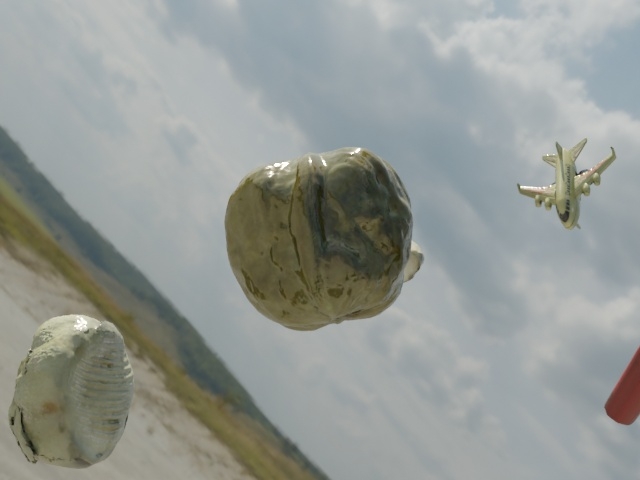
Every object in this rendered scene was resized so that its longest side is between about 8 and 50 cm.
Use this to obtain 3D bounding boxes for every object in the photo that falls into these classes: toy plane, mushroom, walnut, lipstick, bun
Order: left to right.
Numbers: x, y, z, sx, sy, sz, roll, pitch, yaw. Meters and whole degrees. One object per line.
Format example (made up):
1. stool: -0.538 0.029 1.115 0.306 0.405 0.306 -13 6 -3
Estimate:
1. bun: -0.388 0.238 1.476 0.141 0.239 0.239 -1 -35 21
2. walnut: 0.002 0.000 1.487 0.253 0.282 0.277 -3 85 -57
3. mushroom: 0.132 0.071 1.957 0.095 0.123 0.351 19 -20 -6
4. toy plane: 0.536 -0.115 2.076 0.229 0.244 0.092 -22 -43 32
5. lipstick: 0.586 0.210 1.683 0.073 0.073 0.280 42 -47 28
